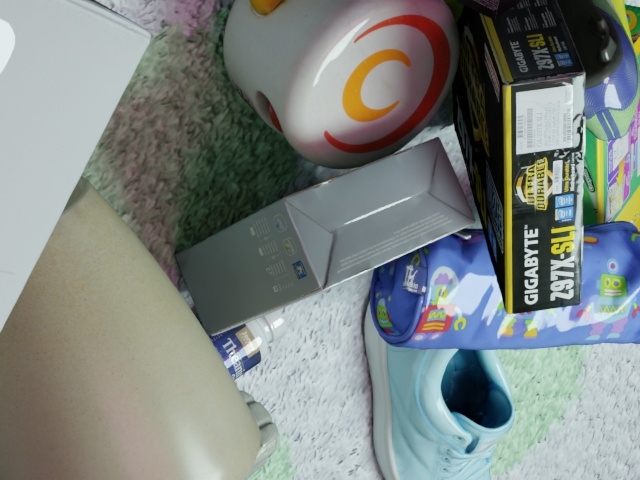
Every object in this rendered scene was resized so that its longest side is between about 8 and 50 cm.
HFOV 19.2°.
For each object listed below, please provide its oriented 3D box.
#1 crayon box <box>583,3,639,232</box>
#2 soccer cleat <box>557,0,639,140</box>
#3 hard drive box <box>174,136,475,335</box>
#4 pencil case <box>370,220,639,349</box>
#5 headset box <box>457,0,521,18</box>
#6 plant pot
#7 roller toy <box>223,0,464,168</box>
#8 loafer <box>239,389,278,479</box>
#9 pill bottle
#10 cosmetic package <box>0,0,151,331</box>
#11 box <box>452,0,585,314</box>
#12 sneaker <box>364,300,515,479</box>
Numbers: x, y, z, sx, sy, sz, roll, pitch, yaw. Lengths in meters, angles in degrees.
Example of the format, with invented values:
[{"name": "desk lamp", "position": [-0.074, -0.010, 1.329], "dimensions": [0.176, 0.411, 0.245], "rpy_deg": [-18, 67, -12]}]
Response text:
[{"name": "crayon box", "position": [0.293, -0.094, 2.019], "dimensions": [0.165, 0.081, 0.278], "rpy_deg": [-48, 142, -43]}, {"name": "soccer cleat", "position": [0.262, -0.212, 1.862], "dimensions": [0.093, 0.289, 0.121], "rpy_deg": [-15, 130, 16]}, {"name": "hard drive box", "position": [0.000, 0.000, 1.745], "dimensions": [0.181, 0.232, 0.089], "rpy_deg": [-22, 88, -32]}, {"name": "pencil case", "position": [0.200, 0.041, 1.892], "dimensions": [0.306, 0.119, 0.133], "rpy_deg": [0, 109, -22]}, {"name": "headset box", "position": [0.089, -0.363, 1.607], "dimensions": [0.110, 0.293, 0.218], "rpy_deg": [-31, 147, 33]}, {"name": "plant pot", "position": [-0.213, 0.093, 1.628], "dimensions": [0.256, 0.256, 0.274], "rpy_deg": [-30, 116, -26]}, {"name": "roller toy", "position": [0.013, -0.175, 1.719], "dimensions": [0.209, 0.146, 0.191], "rpy_deg": [-6, 128, -38]}, {"name": "loafer", "position": [-0.179, 0.246, 1.814], "dimensions": [0.319, 0.112, 0.111], "rpy_deg": [-20, 154, -35]}, {"name": "pill bottle", "position": [-0.094, 0.103, 1.843], "dimensions": [0.120, 0.067, 0.067], "rpy_deg": [-35, 132, -22]}, {"name": "cosmetic package", "position": [-0.390, -0.065, 1.239], "dimensions": [0.394, 0.329, 0.327], "rpy_deg": [-62, 154, 5]}, {"name": "box", "position": [0.179, -0.128, 1.769], "dimensions": [0.079, 0.322, 0.257], "rpy_deg": [-8, 128, -1]}, {"name": "sneaker", "position": [0.144, 0.202, 2.051], "dimensions": [0.135, 0.150, 0.366], "rpy_deg": [-35, 132, -20]}]
